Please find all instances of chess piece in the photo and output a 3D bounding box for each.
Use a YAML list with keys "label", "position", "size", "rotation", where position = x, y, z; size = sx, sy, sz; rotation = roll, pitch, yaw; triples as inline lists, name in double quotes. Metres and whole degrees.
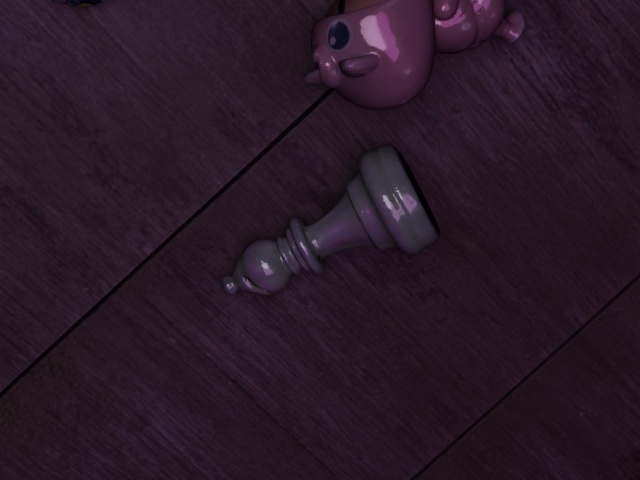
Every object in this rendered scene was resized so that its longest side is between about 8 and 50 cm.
- label: "chess piece"
  position: [0.000, 0.000, 1.279]
  size: [0.271, 0.139, 0.139]
  rotation: [-28, 111, 8]

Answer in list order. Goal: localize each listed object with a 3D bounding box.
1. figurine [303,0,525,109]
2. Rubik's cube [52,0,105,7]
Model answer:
- label: "figurine"
  position: [0.110, -0.263, 1.206]
  size: [0.287, 0.176, 0.186]
  rotation: [-23, 93, -11]
- label: "Rubik's cube"
  position: [-0.260, -0.306, 1.131]
  size: [0.111, 0.111, 0.093]
  rotation: [34, 124, -20]
